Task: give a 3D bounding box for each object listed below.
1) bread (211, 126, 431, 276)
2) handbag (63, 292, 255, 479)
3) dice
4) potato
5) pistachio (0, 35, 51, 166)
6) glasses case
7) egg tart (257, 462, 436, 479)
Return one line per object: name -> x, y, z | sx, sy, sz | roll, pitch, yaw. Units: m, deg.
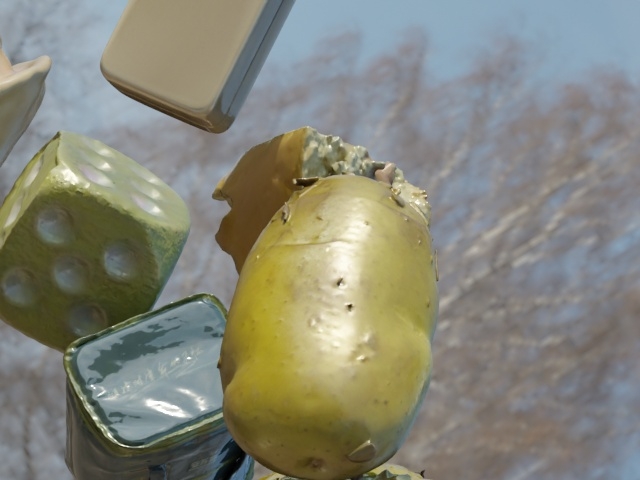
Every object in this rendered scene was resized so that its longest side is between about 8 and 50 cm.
bread -> -0.006, 0.006, 1.833 | 0.224, 0.184, 0.211 | -6, -102, 60
handbag -> -0.203, 0.235, 2.270 | 0.222, 0.263, 0.241 | 56, -24, 29
dice -> -0.324, 0.007, 2.362 | 0.227, 0.233, 0.238 | 29, 16, -15
potato -> 0.008, 0.066, 1.386 | 0.300, 0.173, 0.140 | -79, 158, -44
pistachio -> -0.353, -0.078, 1.248 | 0.229, 0.321, 0.238 | 56, -2, -18
glasses case -> -0.091, -0.284, 1.778 | 0.144, 0.336, 0.076 | 25, -7, 17
egg tart -> 0.017, 0.321, 1.552 | 0.169, 0.388, 0.388 | -96, 174, -53
